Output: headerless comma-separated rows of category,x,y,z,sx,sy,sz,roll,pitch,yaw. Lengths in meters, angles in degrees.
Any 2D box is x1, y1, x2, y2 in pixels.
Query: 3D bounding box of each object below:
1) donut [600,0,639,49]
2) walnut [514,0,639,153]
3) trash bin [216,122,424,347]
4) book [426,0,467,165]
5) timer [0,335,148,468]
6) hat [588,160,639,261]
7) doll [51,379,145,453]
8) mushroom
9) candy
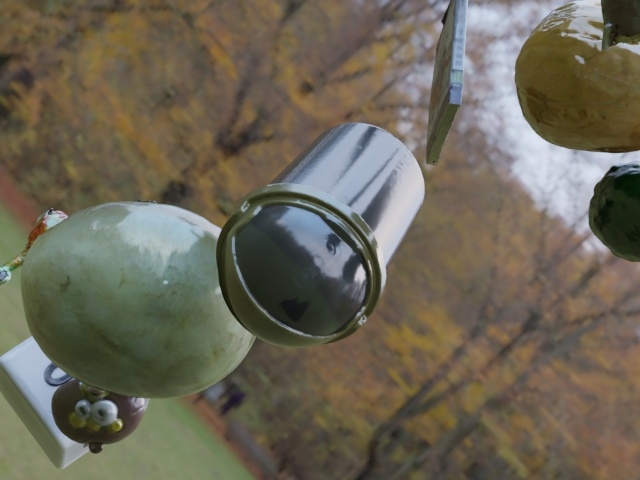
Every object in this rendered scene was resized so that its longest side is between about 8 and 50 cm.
donut,0.437,-0.301,1.479,0.345,0.136,0.259,24,-61,44
walnut,0.350,-0.195,1.765,0.221,0.195,0.195,14,-18,18
trash bin,0.000,0.000,1.820,0.214,0.334,0.214,13,-56,20
book,0.182,-0.245,2.106,0.026,0.231,0.157,9,-31,-3
timer,-0.422,0.249,2.492,0.192,0.195,0.194,52,-23,10
hat,0.510,0.002,1.725,0.400,0.285,0.285,54,-1,37
doll,-0.354,0.235,2.249,0.096,0.145,0.188,-90,158,-82
mushroom,-0.247,0.076,2.027,0.352,0.260,0.352,10,-31,6
candy,-0.497,0.047,2.243,0.084,0.287,0.078,59,-21,-7
